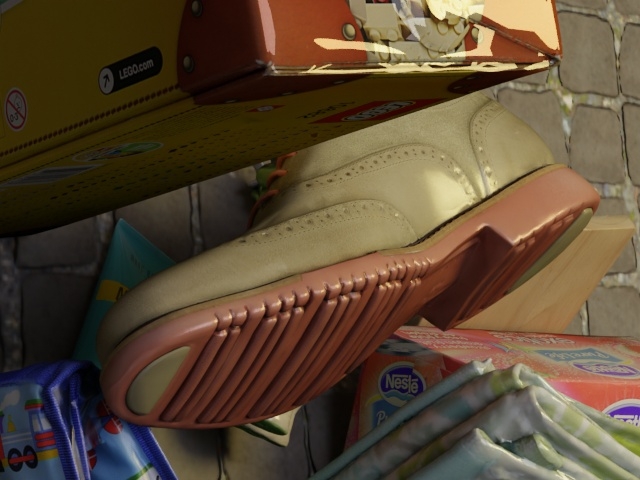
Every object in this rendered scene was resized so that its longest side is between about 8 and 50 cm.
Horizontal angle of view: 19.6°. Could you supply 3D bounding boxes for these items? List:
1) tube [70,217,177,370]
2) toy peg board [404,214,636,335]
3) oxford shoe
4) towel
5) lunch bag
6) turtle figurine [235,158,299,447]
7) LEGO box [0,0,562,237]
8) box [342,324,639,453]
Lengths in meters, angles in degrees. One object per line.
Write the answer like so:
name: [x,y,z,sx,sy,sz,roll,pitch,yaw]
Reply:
tube: [-0.143,0.089,1.266,0.080,0.052,0.207,46,47,-36]
toy peg board: [0.135,0.019,1.464,0.161,0.161,0.079,-3,49,-33]
oxford shoe: [0.000,0.000,1.122,0.397,0.140,0.146,-19,65,-47]
towel: [0.105,0.243,1.240,0.320,0.374,0.090,27,38,-32]
lunch bag: [-0.159,0.194,1.106,0.138,0.221,0.293,-27,98,-41]
turtle figurine: [-0.035,-0.008,1.299,0.275,0.198,0.266,31,77,-29]
LEGO box: [-0.138,-0.217,1.033,0.193,0.500,0.372,-5,84,-41]
box: [0.176,0.157,1.430,0.300,0.142,0.154,6,99,-40]
